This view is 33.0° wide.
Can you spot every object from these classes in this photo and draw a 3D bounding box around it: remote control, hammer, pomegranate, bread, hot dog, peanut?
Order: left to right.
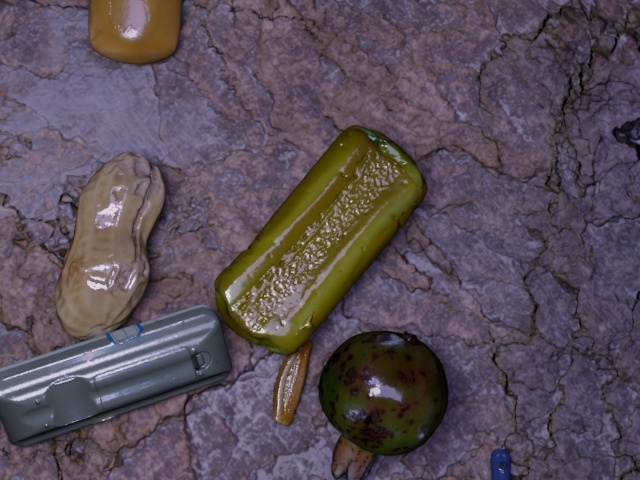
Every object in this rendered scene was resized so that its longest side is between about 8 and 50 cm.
[{"bbox_3d":[-0.307,0.007,1.588,0.130,0.130,0.290,12,75,-5],"label":"peanut"},{"bbox_3d":[-0.296,0.198,1.556,0.335,0.065,0.128,-18,123,-11],"label":"remote control"},{"bbox_3d":[-0.289,-0.386,1.691,0.147,0.098,0.217,0,79,-11],"label":"bread"},{"bbox_3d":[-0.046,0.209,1.632,0.044,0.028,0.137,21,77,-30],"label":"hot dog"},{"bbox_3d":[0.000,0.000,1.639,0.166,0.112,0.383,40,76,-2],"label":"bread"},{"bbox_3d":[0.082,0.243,1.567,0.202,0.202,0.248,20,103,-3],"label":"pomegranate"},{"bbox_3d":[0.268,0.409,1.620,0.116,0.069,0.194,6,69,-6],"label":"hammer"}]

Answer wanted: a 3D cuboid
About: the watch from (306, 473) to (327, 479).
[{"bbox_3d":[0.038,0.444,1.525,0.211,0.248,0.217,-40,60,-12],"label":"watch"}]
